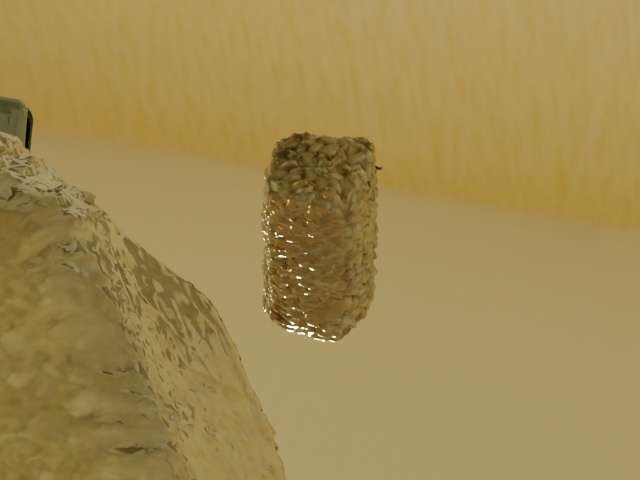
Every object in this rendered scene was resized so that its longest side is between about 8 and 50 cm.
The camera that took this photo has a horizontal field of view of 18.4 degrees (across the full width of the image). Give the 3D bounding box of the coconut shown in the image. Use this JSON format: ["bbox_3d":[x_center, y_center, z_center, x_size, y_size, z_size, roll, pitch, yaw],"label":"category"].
[{"bbox_3d":[-0.191,0.135,0.964,0.345,0.415,0.415,-9,-142,-10],"label":"coconut"}]

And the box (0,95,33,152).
[{"bbox_3d":[-0.336,-0.066,1.874,0.124,0.093,0.172,6,-101,-14],"label":"box"}]

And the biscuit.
[{"bbox_3d":[0.000,0.000,1.371,0.082,0.168,0.070,10,-131,6],"label":"biscuit"}]
